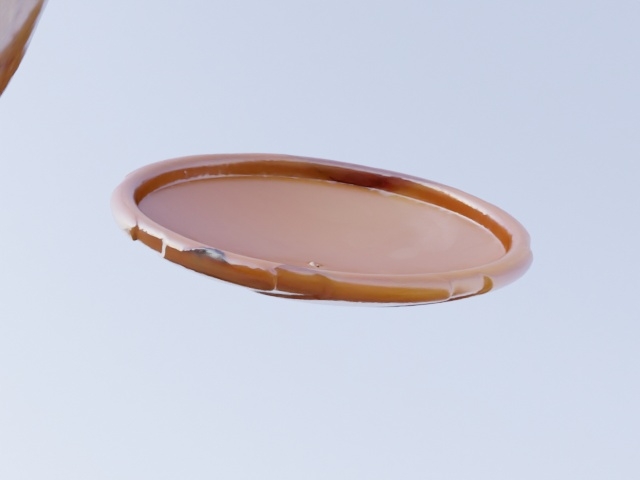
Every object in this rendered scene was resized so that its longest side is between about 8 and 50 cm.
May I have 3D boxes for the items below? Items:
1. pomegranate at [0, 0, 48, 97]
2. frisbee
[{"bbox_3d":[-0.170,-0.091,0.356,0.215,0.215,0.215,17,-39,14],"label":"pomegranate"},{"bbox_3d":[0.000,0.000,0.682,0.192,0.192,0.035,13,-71,18],"label":"frisbee"}]
